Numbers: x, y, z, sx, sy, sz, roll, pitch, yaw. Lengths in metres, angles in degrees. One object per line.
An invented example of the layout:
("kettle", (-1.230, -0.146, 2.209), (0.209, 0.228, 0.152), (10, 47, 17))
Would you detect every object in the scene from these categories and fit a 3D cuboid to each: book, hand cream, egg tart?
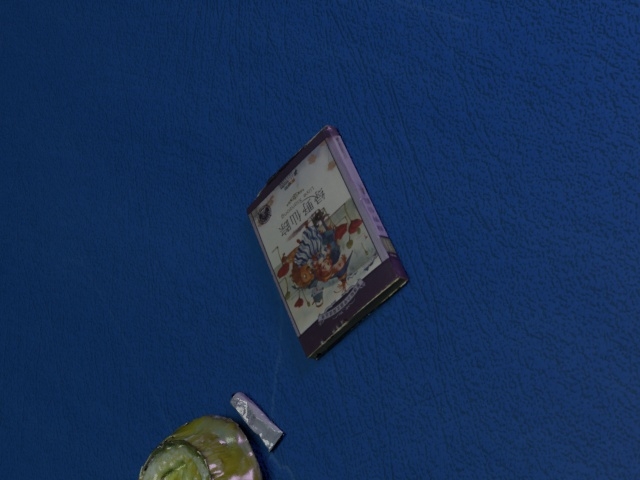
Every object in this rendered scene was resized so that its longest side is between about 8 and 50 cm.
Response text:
("book", (-0.001, 0.000, 1.535), (0.157, 0.026, 0.231), (-43, 53, 28))
("hand cream", (-0.075, 0.209, 1.561), (0.093, 0.019, 0.030), (42, 107, 34))
("egg tart", (-0.146, 0.295, 1.561), (0.197, 0.078, 0.197), (-12, 72, 39))
